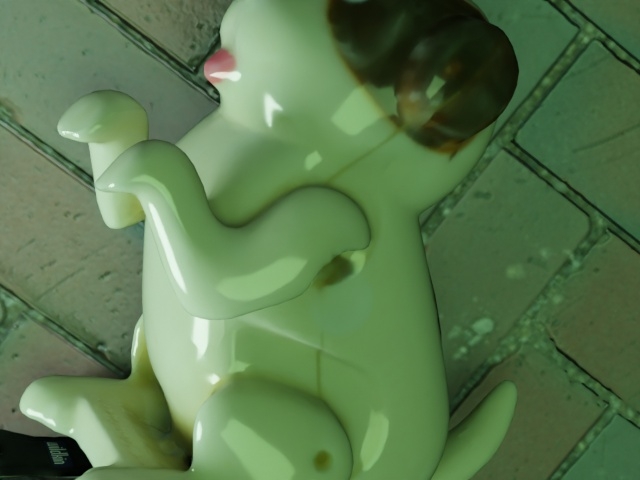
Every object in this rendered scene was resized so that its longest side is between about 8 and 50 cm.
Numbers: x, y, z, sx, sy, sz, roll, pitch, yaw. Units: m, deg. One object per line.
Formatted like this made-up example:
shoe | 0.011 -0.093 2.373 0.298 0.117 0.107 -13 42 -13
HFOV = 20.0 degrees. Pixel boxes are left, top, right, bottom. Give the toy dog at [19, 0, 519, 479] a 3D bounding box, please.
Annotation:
toy dog | 0.000 0.000 1.296 0.395 0.284 0.408 13 101 -12

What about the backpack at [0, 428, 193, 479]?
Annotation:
backpack | -0.130 0.271 1.352 0.263 0.276 0.213 -9 113 -40
